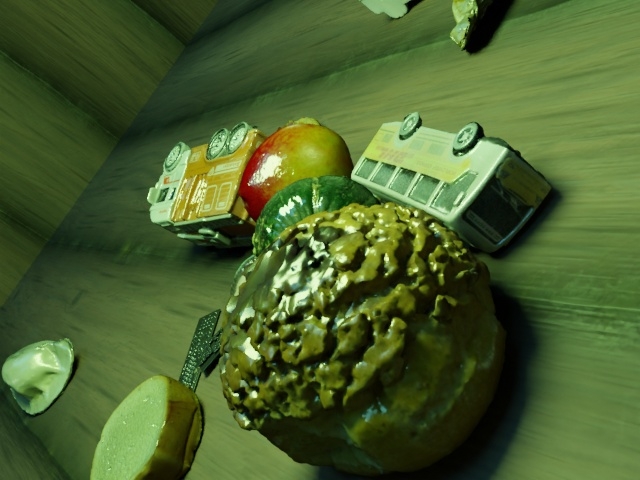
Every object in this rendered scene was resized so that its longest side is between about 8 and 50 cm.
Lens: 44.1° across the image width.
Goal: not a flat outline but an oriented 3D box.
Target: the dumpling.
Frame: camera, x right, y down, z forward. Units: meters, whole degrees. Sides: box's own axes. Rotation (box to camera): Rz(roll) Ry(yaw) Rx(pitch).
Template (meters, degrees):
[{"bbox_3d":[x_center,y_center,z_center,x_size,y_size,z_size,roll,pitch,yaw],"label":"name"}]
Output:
[{"bbox_3d":[-0.683,0.332,1.911,0.247,0.142,0.173,-27,69,30],"label":"dumpling"}]

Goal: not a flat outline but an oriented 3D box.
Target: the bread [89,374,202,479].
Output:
[{"bbox_3d":[-0.282,0.327,1.274,0.236,0.070,0.236,-38,32,29],"label":"bread"}]

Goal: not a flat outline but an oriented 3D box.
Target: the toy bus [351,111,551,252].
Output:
[{"bbox_3d":[0.157,-0.087,1.061,0.138,0.097,0.342,-54,25,0],"label":"toy bus"}]

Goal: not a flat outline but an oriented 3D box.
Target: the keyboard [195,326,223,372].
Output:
[{"bbox_3d":[-0.147,0.140,1.360,0.196,0.015,0.074,-47,28,1],"label":"keyboard"}]

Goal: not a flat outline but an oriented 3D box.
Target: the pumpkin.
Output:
[{"bbox_3d":[0.002,0.000,1.106,0.190,0.190,0.146,-38,-7,27],"label":"pumpkin"}]

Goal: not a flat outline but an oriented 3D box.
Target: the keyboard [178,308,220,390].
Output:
[{"bbox_3d":[-0.223,0.209,1.408,0.063,0.010,0.198,-29,33,36],"label":"keyboard"}]

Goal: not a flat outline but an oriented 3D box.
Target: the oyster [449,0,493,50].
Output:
[{"bbox_3d":[0.269,-0.430,1.366,0.166,0.094,0.294,135,151,-59],"label":"oyster"}]

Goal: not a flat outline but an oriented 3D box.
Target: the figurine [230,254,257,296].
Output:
[{"bbox_3d":[-0.064,0.100,1.185,0.138,0.110,0.245,-37,30,8],"label":"figurine"}]

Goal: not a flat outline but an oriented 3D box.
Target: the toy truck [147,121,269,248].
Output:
[{"bbox_3d":[-0.194,-0.087,1.565,0.387,0.173,0.207,-5,61,54],"label":"toy truck"}]

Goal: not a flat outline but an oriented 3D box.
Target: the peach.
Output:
[{"bbox_3d":[-0.043,-0.091,1.295,0.197,0.197,0.197,-39,28,25],"label":"peach"}]

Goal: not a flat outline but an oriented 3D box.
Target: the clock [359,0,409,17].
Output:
[{"bbox_3d":[0.168,-0.615,1.649,0.189,0.189,0.254,-26,36,43],"label":"clock"}]

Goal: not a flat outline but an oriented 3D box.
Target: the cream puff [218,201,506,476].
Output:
[{"bbox_3d":[0.027,0.100,0.881,0.327,0.231,0.343,-46,26,4],"label":"cream puff"}]

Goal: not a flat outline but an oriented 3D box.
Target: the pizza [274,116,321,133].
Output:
[{"bbox_3d":[-0.073,-0.204,1.648,0.127,0.058,0.246,-60,24,-16],"label":"pizza"}]
